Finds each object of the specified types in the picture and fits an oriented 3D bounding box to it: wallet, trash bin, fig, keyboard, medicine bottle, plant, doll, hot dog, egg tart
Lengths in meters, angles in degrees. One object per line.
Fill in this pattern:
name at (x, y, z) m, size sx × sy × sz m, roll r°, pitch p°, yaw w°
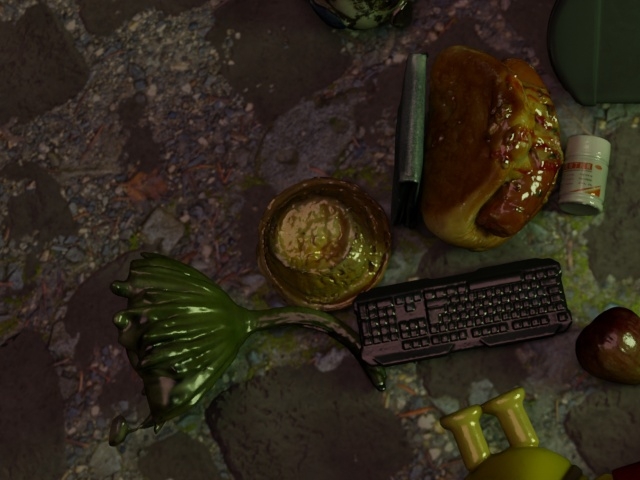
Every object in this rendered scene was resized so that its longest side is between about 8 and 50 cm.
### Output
wallet at (0.108, -0.115, 1.498) m, size 0.036 × 0.222 × 0.167 m, roll 4°, pitch 77°, yaw 3°
trash bin at (0.395, -0.252, 1.482) m, size 0.236 × 0.101 × 0.177 m, roll 5°, pitch 111°, yaw 14°
fig at (0.360, 0.140, 1.424) m, size 0.125 × 0.089 × 0.089 m, roll 42°, pitch 88°, yaw 1°
keyboard at (0.173, 0.089, 1.505) m, size 0.262 × 0.016 × 0.106 m, roll -11°, pitch 71°, yaw 6°
medicine bottle at (0.325, -0.079, 1.506) m, size 0.057 × 0.057 × 0.089 m, roll 7°, pitch 76°, yaw 19°
plant at (-0.112, 0.125, 1.577) m, size 0.333 × 0.180 × 0.251 m, roll -3°, pitch 63°, yaw -18°
doll at (0.255, 0.343, 1.355) m, size 0.199 × 0.145 × 0.363 m, roll -24°, pitch 75°, yaw 4°
hot dog at (0.215, -0.119, 1.496) m, size 0.153 × 0.150 × 0.257 m, roll -8°, pitch 69°, yaw 40°
egg tart at (0.000, 0.000, 1.575) m, size 0.191 × 0.074 × 0.191 m, roll -4°, pitch 72°, yaw 13°

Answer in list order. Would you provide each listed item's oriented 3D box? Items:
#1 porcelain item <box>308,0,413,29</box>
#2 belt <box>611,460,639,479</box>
porcelain item at (0.088, -0.413, 1.654) m, size 0.288 × 0.138 × 0.186 m, roll -49°, pitch 49°, yaw 3°
belt at (0.402, 0.375, 1.251) m, size 0.115 × 0.227 × 0.324 m, roll -22°, pitch 66°, yaw 12°
